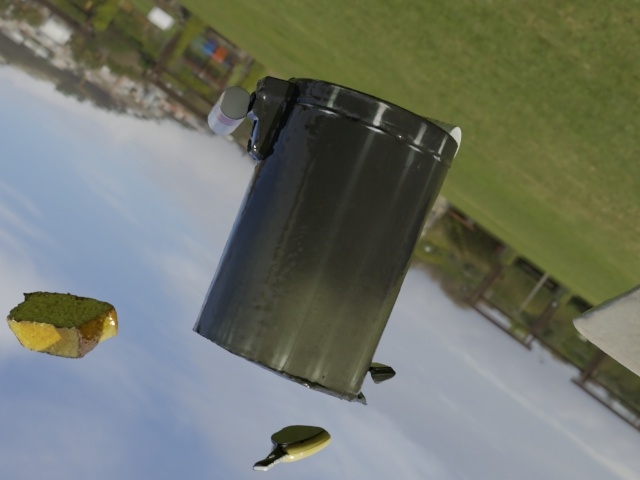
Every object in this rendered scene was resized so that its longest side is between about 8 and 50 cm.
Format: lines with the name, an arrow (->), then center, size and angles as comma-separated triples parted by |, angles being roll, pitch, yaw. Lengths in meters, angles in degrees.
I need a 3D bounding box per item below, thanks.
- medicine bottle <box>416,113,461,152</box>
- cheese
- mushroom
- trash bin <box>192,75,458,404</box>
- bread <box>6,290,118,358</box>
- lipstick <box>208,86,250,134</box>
medicine bottle -> 0.150, -0.149, 1.537 | 0.089, 0.057, 0.057 | 20, 176, 25
cheese -> -0.054, 0.333, 1.697 | 0.086, 0.036, 0.162 | -1, -172, 30
mushroom -> 0.534, 0.175, 1.403 | 0.407, 0.154, 0.137 | 38, -150, 19
trash bin -> 0.000, 0.000, 1.157 | 0.252, 0.301, 0.203 | 22, 177, -15
bread -> -0.402, 0.126, 1.654 | 0.187, 0.065, 0.103 | 7, -149, 25
lipstick -> -0.107, -0.150, 1.251 | 0.038, 0.038, 0.131 | 36, 171, -8
